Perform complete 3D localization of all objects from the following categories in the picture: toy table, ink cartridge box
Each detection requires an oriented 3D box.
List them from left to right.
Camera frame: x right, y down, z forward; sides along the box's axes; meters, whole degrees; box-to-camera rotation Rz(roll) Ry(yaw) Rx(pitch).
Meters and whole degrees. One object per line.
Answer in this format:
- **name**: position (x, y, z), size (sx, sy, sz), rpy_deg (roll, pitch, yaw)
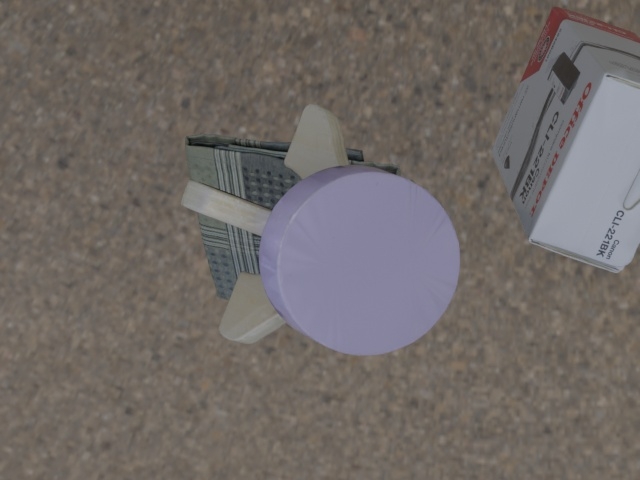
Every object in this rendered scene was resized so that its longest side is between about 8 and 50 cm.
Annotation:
- **toy table**: position (0.000, 0.000, 1.229), size (0.160, 0.252, 0.274), rpy_deg (22, 170, 41)
- **ink cartridge box**: position (0.291, -0.118, 1.376), size (0.114, 0.273, 0.197), rpy_deg (17, 113, -10)

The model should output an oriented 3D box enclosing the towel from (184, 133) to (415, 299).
- **towel**: position (-0.020, -0.012, 1.738), size (0.312, 0.056, 0.324), rpy_deg (10, 137, 16)
